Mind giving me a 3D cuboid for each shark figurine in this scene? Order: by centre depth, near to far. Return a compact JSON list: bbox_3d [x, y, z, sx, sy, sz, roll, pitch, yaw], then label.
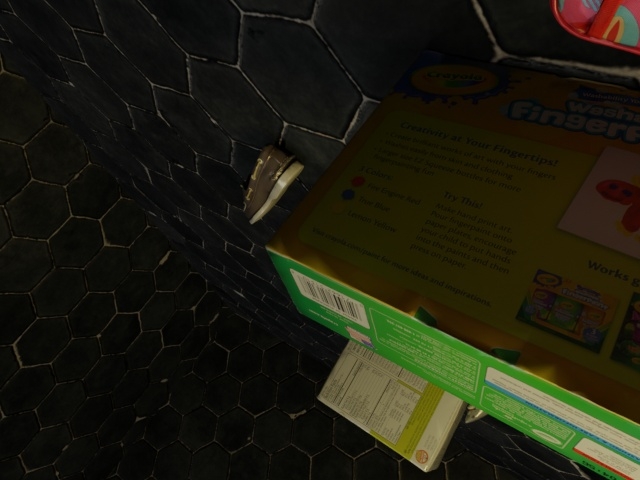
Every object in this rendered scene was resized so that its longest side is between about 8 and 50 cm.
[{"bbox_3d":[0.540,0.433,1.341,0.116,0.166,0.278,43,136,22],"label":"shark figurine"}]

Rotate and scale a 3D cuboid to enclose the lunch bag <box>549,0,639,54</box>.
[{"bbox_3d":[0.280,-0.258,0.289,0.258,0.120,0.293,31,157,22],"label":"lunch bag"}]

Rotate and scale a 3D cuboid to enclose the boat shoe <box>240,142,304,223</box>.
[{"bbox_3d":[-0.142,-0.135,1.173,0.096,0.117,0.324,42,154,-5],"label":"boat shoe"}]

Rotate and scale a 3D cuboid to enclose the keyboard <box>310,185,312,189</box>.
[{"bbox_3d":[0.000,0.000,1.140,0.202,0.033,0.317,53,139,33],"label":"keyboard"}]

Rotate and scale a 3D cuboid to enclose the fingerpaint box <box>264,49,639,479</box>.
[{"bbox_3d":[0.233,-0.005,0.522,0.444,0.371,0.163,23,153,28],"label":"fingerpaint box"}]

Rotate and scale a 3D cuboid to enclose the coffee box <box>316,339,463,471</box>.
[{"bbox_3d":[0.246,0.406,1.344,0.334,0.338,0.338,25,166,26],"label":"coffee box"}]
